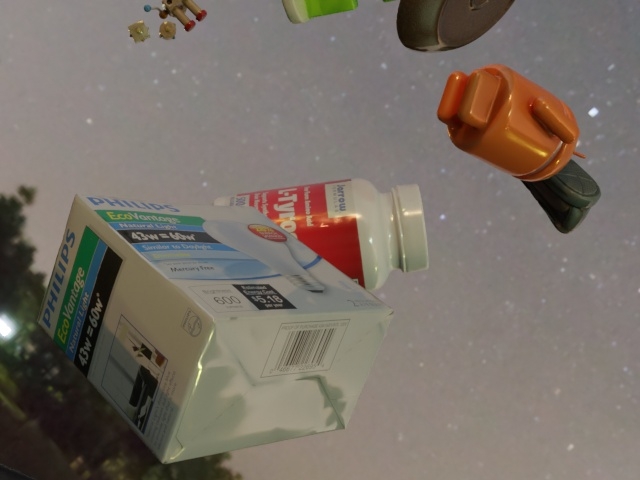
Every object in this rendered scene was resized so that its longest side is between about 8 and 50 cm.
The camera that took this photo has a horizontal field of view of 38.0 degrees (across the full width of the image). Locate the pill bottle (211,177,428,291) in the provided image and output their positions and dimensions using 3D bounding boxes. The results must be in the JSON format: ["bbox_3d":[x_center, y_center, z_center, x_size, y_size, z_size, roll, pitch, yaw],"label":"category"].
[{"bbox_3d":[0.000,0.000,1.835,0.229,0.408,0.229,-8,90,-88],"label":"pill bottle"}]

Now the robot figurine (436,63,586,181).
[{"bbox_3d":[0.262,-0.156,1.260,0.219,0.128,0.158,22,-44,-33],"label":"robot figurine"}]

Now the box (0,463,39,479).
[{"bbox_3d":[-0.492,0.303,0.960,0.343,0.179,0.312,27,-37,-10],"label":"box"}]

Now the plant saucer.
[{"bbox_3d":[0.170,-0.280,1.019,0.036,0.199,0.198,47,-17,24],"label":"plant saucer"}]

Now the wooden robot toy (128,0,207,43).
[{"bbox_3d":[-0.238,-0.376,1.537,0.076,0.173,0.079,49,-5,-9],"label":"wooden robot toy"}]

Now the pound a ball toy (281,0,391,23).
[{"bbox_3d":[-0.020,-0.332,0.689,0.208,0.136,0.319,-3,-64,29],"label":"pound a ball toy"}]

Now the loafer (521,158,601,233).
[{"bbox_3d":[0.311,-0.118,1.405,0.267,0.096,0.084,57,-38,39],"label":"loafer"}]

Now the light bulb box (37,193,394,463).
[{"bbox_3d":[-0.158,0.112,1.368,0.358,0.225,0.361,2,26,-47],"label":"light bulb box"}]
